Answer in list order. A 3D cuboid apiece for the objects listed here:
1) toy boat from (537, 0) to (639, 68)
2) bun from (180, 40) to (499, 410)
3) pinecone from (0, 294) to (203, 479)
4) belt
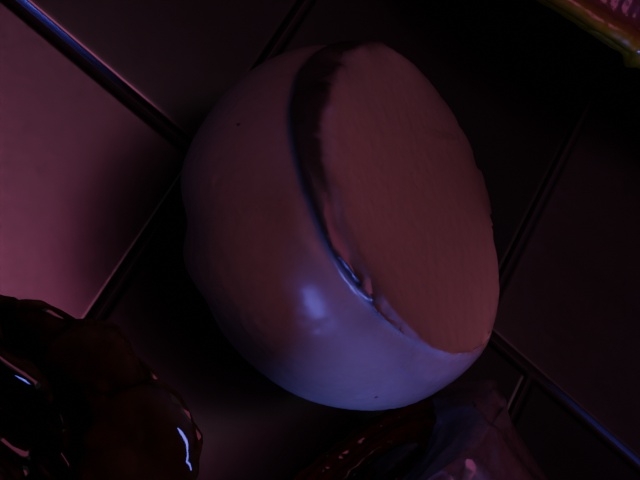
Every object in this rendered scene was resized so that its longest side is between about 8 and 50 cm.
[{"bbox_3d":[0.150,-0.147,0.696,0.318,0.099,0.141,34,25,-23],"label":"toy boat"},{"bbox_3d":[0.000,0.000,0.557,0.173,0.120,0.172,36,43,-42],"label":"bun"},{"bbox_3d":[-0.143,0.106,0.402,0.205,0.179,0.184,-13,121,-60],"label":"pinecone"},{"bbox_3d":[0.036,0.167,0.547,0.201,0.128,0.124,-39,104,-27],"label":"belt"}]
